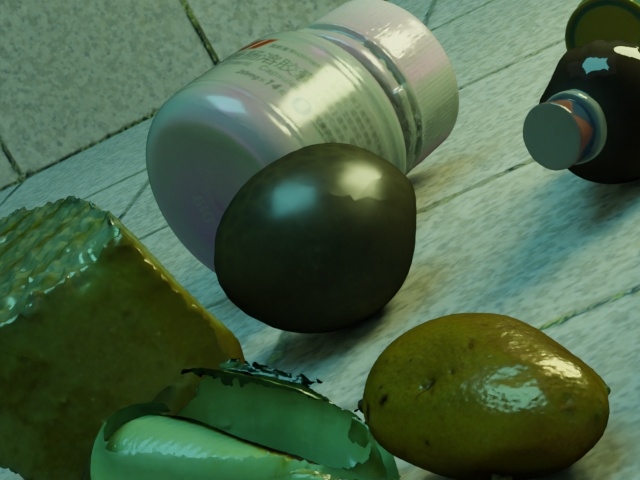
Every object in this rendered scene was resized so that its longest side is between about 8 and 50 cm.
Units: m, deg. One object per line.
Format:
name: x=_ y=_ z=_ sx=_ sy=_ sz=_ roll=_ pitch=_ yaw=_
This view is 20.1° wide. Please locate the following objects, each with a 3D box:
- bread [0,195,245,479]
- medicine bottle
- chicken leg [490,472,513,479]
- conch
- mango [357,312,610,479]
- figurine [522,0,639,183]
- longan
bread: x=-0.234 y=0.121 z=1.709 sx=0.239 sy=0.264 sz=0.395 roll=-45 pitch=17 yaw=-11
medicine bottle: x=-0.013 y=-0.121 z=2.080 sx=0.256 sy=0.256 sz=0.325 roll=-12 pitch=21 yaw=50
chicken leg: x=0.052 y=0.208 z=1.189 sx=0.207 sy=0.101 sz=0.085 roll=-14 pitch=7 yaw=-36
conch: x=-0.063 y=0.166 z=1.425 sx=0.251 sy=0.137 sz=0.143 roll=-24 pitch=14 yaw=16
mango: x=0.124 y=0.113 z=1.306 sx=0.147 sy=0.109 sz=0.227 roll=-25 pitch=15 yaw=-32
figurine: x=0.288 y=-0.144 z=1.779 sx=0.161 sy=0.158 sz=0.275 roll=-33 pitch=11 yaw=26
longan: x=0.000 y=0.000 z=1.791 sx=0.212 sy=0.198 sz=0.198 roll=-33 pitch=14 yaw=-29
